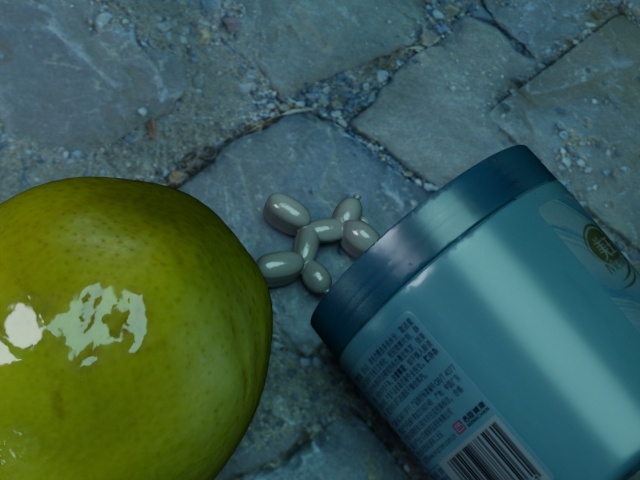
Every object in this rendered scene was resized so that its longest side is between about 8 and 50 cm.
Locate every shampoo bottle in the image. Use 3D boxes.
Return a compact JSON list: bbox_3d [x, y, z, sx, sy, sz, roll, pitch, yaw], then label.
[{"bbox_3d":[0.218,0.126,1.213,0.331,0.331,0.342,-32,75,-24],"label":"shampoo bottle"}]

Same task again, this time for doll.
[{"bbox_3d":[0.000,0.000,1.384,0.160,0.059,0.161,13,61,-6],"label":"doll"}]

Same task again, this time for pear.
[{"bbox_3d":[-0.236,0.123,1.101,0.362,0.362,0.418,38,57,8],"label":"pear"}]
